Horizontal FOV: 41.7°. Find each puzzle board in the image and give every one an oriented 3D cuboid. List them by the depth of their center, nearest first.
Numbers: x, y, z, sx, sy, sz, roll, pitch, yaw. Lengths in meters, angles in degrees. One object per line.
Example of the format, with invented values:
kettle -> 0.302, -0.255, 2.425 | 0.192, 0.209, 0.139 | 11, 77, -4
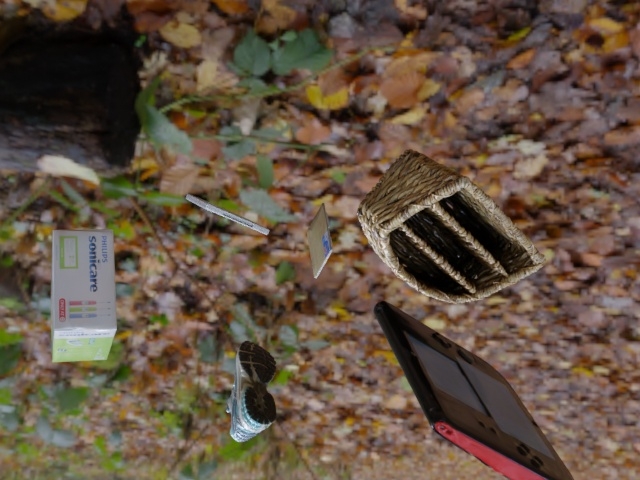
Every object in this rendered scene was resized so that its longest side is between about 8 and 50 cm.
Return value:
puzzle board -> 0.000, 0.000, 1.747 | 0.011, 0.128, 0.096 | 8, 138, -22

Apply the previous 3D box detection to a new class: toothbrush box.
toothbrush box -> -0.489, 0.119, 1.720 | 0.122, 0.206, 0.283 | 0, 161, -19

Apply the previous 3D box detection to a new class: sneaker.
sneaker -> -0.183, 0.359, 2.024 | 0.110, 0.283, 0.122 | 30, 119, -21

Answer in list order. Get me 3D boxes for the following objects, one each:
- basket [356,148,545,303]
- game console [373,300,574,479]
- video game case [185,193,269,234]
basket -> 0.239, 0.004, 1.624 | 0.299, 0.213, 0.223 | 41, 179, -34
game console -> 0.269, 0.279, 1.502 | 0.342, 0.060, 0.386 | 37, -167, -25
video game case -> -0.152, -0.043, 1.374 | 0.122, 0.011, 0.087 | 24, -179, -32
